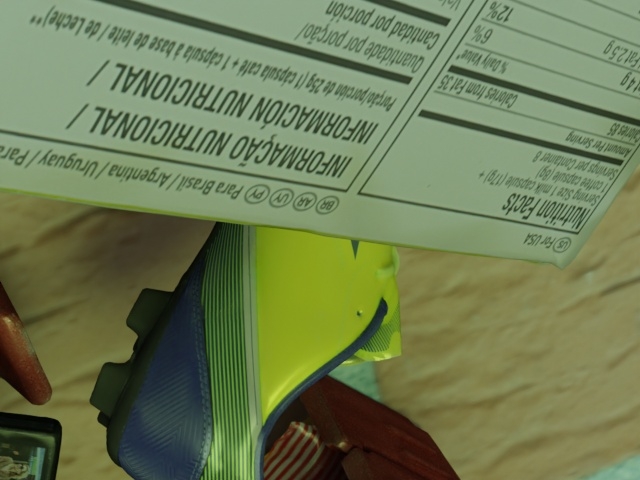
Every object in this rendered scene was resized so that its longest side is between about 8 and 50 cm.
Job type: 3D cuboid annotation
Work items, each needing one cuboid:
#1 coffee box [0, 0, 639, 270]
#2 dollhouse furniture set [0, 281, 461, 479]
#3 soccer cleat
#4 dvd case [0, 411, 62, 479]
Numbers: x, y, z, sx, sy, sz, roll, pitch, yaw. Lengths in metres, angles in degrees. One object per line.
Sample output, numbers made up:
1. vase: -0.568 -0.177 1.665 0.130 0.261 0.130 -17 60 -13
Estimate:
1. coffee box: -0.033 -0.224 0.568 0.338 0.337 0.334 7 120 -52
2. dollhouse furniture set: -0.099 0.152 0.952 0.374 0.152 0.201 29 106 -34
3. soccer cleat: 0.000 0.001 0.872 0.121 0.093 0.289 27 76 6
4. dvd case: -0.261 0.151 0.866 0.253 0.022 0.180 8 110 -8
